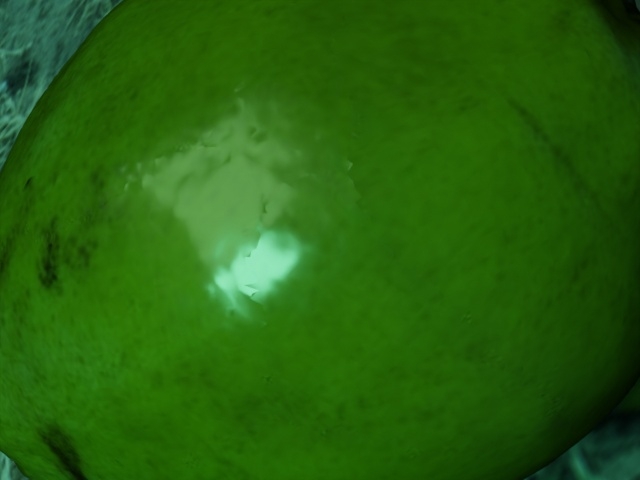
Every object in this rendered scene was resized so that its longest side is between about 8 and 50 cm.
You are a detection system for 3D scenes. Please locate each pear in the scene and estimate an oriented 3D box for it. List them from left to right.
[{"bbox_3d":[0.000,0.000,0.498,0.269,0.212,0.212,-35,47,19],"label":"pear"}]
